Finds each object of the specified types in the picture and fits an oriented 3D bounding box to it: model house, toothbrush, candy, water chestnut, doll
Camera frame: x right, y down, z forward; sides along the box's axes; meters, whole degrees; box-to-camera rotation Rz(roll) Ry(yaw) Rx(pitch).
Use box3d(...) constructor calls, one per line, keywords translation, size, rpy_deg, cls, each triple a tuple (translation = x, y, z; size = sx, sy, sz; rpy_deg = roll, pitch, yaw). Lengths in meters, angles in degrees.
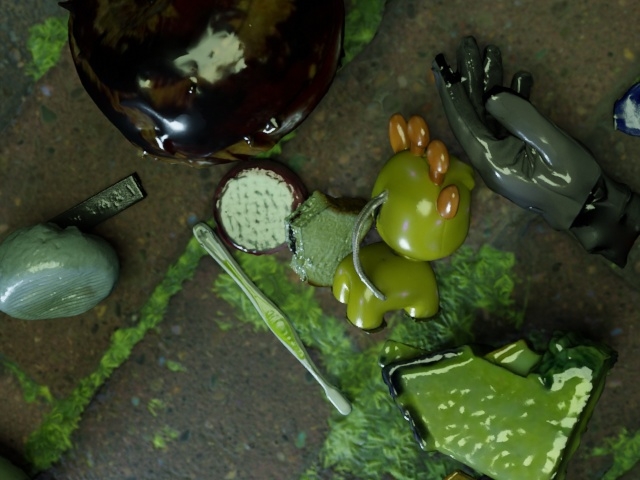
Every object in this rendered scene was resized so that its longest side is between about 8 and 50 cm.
box3d(translation=(0.173, 0.147, 1.638), size=(0.211, 0.194, 0.170), rpy_deg=(23, 93, 16), cls="model house")
box3d(translation=(-0.051, 0.084, 1.738), size=(0.022, 0.026, 0.263), rpy_deg=(-38, 96, 10), cls="toothbrush")
box3d(translation=(-0.063, -0.034, 1.700), size=(0.103, 0.043, 0.103), rpy_deg=(2, 105, 9), cls="candy")
box3d(translation=(-0.094, -0.200, 1.575), size=(0.300, 0.300, 0.300), rpy_deg=(2, 105, 9), cls="water chestnut")
box3d(translation=(0.087, -0.021, 1.614), size=(0.135, 0.143, 0.221), rpy_deg=(-6, 132, -22), cls="doll")

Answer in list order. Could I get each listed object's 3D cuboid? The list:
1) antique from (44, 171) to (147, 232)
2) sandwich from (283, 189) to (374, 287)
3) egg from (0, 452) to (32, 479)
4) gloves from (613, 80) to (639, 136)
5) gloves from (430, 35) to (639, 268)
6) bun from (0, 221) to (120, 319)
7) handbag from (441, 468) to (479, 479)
box3d(translation=(-0.274, -0.017, 1.755), size=(0.192, 0.015, 0.031), rpy_deg=(-28, 99, 16), cls="antique")
box3d(translation=(0.000, 0.000, 1.678), size=(0.093, 0.036, 0.105), rpy_deg=(7, 118, -39), cls="sandwich")
box3d(translation=(-0.397, 0.308, 1.782), size=(0.177, 0.177, 0.228), rpy_deg=(-39, 79, 17), cls="egg")
box3d(translation=(0.336, -0.133, 1.615), size=(0.086, 0.026, 0.064), rpy_deg=(2, 103, 9), cls="gloves")
box3d(translation=(0.217, -0.084, 1.598), size=(0.119, 0.142, 0.285), rpy_deg=(-44, 94, -11), cls="gloves")
box3d(translation=(-0.284, 0.027, 1.720), size=(0.141, 0.141, 0.083), rpy_deg=(-23, 60, 15), cls="bun")
box3d(translation=(0.072, 0.418, 1.670), size=(0.401, 0.133, 0.283), rpy_deg=(-40, 135, 15), cls="handbag")
